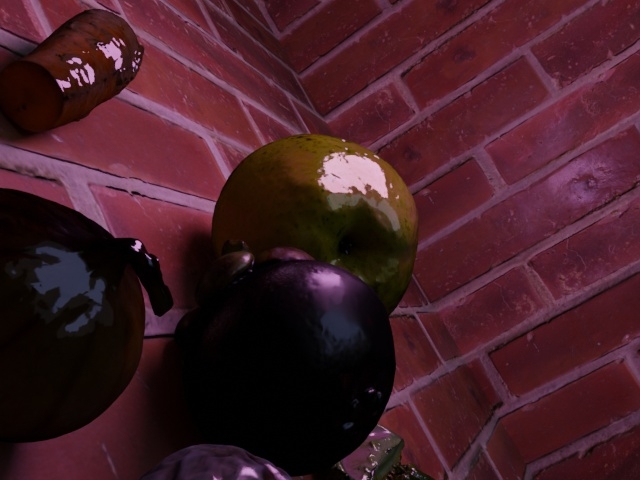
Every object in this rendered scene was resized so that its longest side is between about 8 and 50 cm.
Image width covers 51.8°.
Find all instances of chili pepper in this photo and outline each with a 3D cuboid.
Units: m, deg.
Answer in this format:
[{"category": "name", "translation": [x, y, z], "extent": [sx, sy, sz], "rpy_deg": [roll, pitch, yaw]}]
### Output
[{"category": "chili pepper", "translation": [0.192, 0.500, 1.336], "extent": [0.204, 0.073, 0.072], "rpy_deg": [49, 31, -23]}]

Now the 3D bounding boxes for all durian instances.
[{"category": "durian", "translation": [0.061, 0.380, 1.123], "extent": [0.137, 0.095, 0.221], "rpy_deg": [24, 9, 17]}]

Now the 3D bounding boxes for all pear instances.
[{"category": "pear", "translation": [0.000, 0.000, 1.147], "extent": [0.391, 0.391, 0.391], "rpy_deg": [51, 16, -21]}]

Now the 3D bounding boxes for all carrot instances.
[{"category": "carrot", "translation": [-0.370, -0.257, 0.992], "extent": [0.138, 0.139, 0.301], "rpy_deg": [52, 26, -19]}]

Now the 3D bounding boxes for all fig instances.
[{"category": "fig", "translation": [-0.260, 0.054, 0.582], "extent": [0.235, 0.214, 0.235], "rpy_deg": [26, 24, -13]}]

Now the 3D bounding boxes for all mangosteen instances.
[{"category": "mangosteen", "translation": [-0.059, 0.160, 0.879], "extent": [0.297, 0.314, 0.296], "rpy_deg": [11, 90, -76]}]

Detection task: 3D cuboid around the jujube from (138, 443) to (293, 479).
[{"category": "jujube", "translation": [-0.090, 0.324, 0.552], "extent": [0.226, 0.226, 0.317], "rpy_deg": [51, 11, -23]}]
